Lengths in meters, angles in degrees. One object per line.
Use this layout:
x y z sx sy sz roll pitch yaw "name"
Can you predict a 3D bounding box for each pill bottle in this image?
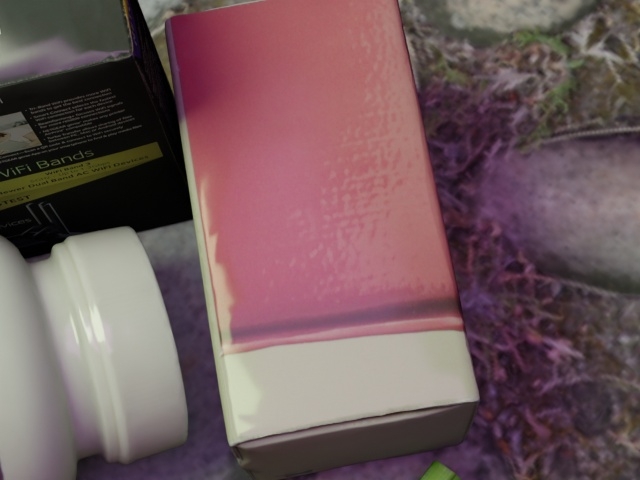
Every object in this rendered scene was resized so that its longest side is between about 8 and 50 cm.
-0.229 0.086 0.748 0.301 0.169 0.169 -15 73 -15 "pill bottle"

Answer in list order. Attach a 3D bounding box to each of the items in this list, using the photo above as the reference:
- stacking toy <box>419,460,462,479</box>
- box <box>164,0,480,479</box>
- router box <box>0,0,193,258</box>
0.092 0.244 0.757 0.221 0.052 0.167 39 79 13 "stacking toy"
0.000 0.000 0.784 0.127 0.148 0.232 -10 74 -1 "box"
-0.232 -0.048 0.762 0.309 0.243 0.081 -13 73 -2 "router box"
